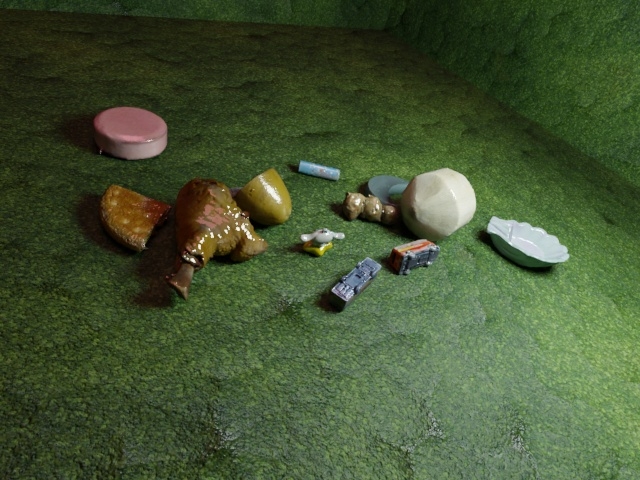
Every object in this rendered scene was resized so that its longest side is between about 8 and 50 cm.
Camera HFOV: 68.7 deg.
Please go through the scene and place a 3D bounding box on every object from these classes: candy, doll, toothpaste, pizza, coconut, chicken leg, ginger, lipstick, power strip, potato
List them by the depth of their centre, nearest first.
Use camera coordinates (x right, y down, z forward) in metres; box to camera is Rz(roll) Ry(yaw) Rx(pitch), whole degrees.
[{"bbox_3d":[-0.289,0.002,1.293,0.294,0.182,0.410,26,40,-16],"label":"chicken leg"},{"bbox_3d":[-0.529,-0.069,1.351,0.197,0.058,0.292,-16,51,-36],"label":"pizza"},{"bbox_3d":[-0.007,0.000,1.422,0.135,0.113,0.072,10,55,-41],"label":"doll"},{"bbox_3d":[-0.165,-0.117,1.469,0.178,0.203,0.158,-41,88,-20],"label":"potato"},{"bbox_3d":[-0.320,-0.155,1.552,0.216,0.037,0.062,-8,44,-34],"label":"toothpaste"},{"bbox_3d":[0.398,-0.123,1.627,0.265,0.238,0.237,-26,55,-39],"label":"coconut"},{"bbox_3d":[-0.667,-0.375,1.637,0.255,0.095,0.256,11,39,-9],"label":"candy"},{"bbox_3d":[0.177,-0.107,1.647,0.203,0.080,0.105,11,78,-8],"label":"ginger"},{"bbox_3d":[0.248,-0.176,1.778,0.167,0.054,0.253,27,39,16],"label":"power strip"},{"bbox_3d":[-0.006,-0.267,1.795,0.157,0.048,0.048,12,39,-7],"label":"lipstick"}]

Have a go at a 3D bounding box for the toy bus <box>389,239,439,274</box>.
[{"bbox_3d":[0.303,0.047,1.515,0.174,0.079,0.077,-15,39,-34],"label":"toy bus"}]

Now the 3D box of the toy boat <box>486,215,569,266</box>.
[{"bbox_3d":[0.734,0.018,1.691,0.290,0.100,0.199,29,39,13],"label":"toy boat"}]

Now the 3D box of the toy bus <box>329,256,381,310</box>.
[{"bbox_3d":[0.101,0.124,1.342,0.064,0.075,0.190,32,42,20],"label":"toy bus"}]
